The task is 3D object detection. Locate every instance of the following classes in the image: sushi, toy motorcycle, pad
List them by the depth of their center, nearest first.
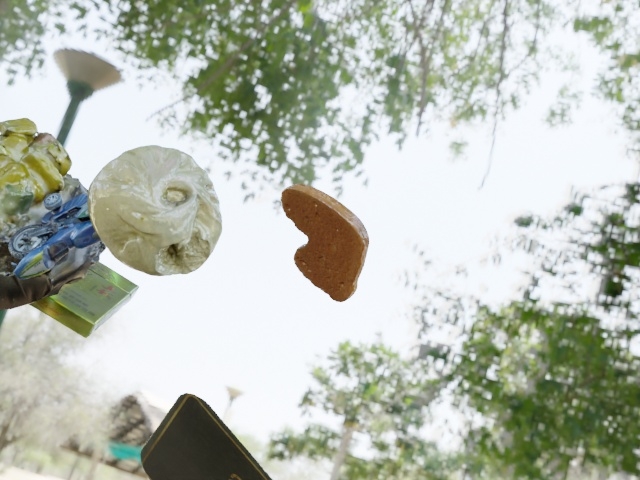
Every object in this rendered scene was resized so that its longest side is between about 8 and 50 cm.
[{"bbox_3d":[-0.094,0.371,1.095,0.375,0.063,0.315,46,-47,11],"label":"pad"},{"bbox_3d":[-0.425,-0.020,1.528,0.135,0.254,0.092,48,-18,42],"label":"toy motorcycle"},{"bbox_3d":[-0.607,-0.051,1.682,0.328,0.329,0.285,-15,-58,6],"label":"sushi"}]

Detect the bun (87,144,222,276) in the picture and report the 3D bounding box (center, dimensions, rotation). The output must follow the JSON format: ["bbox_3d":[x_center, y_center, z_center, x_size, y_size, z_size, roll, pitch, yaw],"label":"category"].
[{"bbox_3d":[-0.229,-0.044,1.249,0.193,0.178,0.128,61,-32,7],"label":"bun"}]

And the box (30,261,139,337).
[{"bbox_3d":[-0.517,0.107,1.887,0.173,0.043,0.311,32,13,-1],"label":"box"}]

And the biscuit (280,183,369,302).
[{"bbox_3d":[0.000,0.000,1.541,0.186,0.036,0.192,32,-47,21],"label":"biscuit"}]
